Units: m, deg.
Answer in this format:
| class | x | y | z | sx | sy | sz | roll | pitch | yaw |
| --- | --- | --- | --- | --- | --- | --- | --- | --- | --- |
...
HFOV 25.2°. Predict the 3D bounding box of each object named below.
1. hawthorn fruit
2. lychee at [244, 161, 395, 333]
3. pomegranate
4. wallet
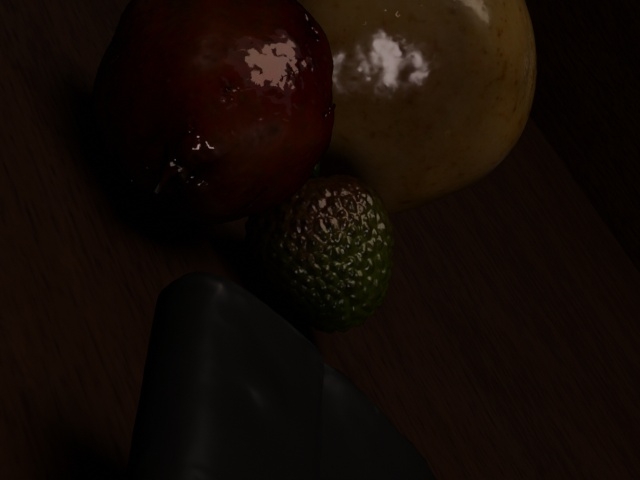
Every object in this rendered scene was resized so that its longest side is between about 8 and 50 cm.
| class | x | y | z | sx | sy | sz | roll | pitch | yaw |
| --- | --- | --- | --- | --- | --- | --- | --- | --- | --- |
| hawthorn fruit | -0.082 | -0.085 | 1.018 | 0.181 | 0.181 | 0.235 | 44 | 35 | -20 |
| lychee | 0.000 | 0.000 | 1.103 | 0.114 | 0.114 | 0.146 | 12 | 57 | -65 |
| pomegranate | 0.051 | -0.154 | 1.286 | 0.307 | 0.307 | 0.307 | 45 | 17 | -18 |
| wallet | -0.008 | 0.207 | 0.612 | 0.228 | 0.062 | 0.406 | 47 | 24 | -29 |
